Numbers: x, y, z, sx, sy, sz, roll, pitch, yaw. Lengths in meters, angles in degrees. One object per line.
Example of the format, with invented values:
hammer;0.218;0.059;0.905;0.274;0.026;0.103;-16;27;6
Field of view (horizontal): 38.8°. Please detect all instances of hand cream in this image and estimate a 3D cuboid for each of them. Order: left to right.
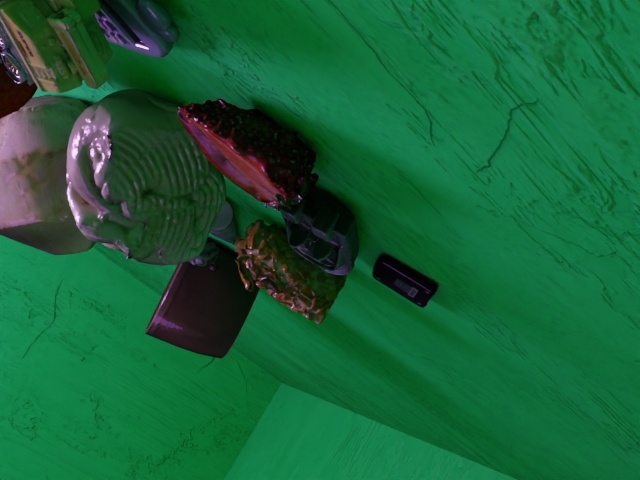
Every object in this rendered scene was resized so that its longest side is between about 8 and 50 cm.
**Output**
hand cream;-0.224;-0.037;2.044;0.111;0.070;0.312;31;173;-2

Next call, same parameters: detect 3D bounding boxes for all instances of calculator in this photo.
calculator;-0.298;-0.330;1.263;0.299;0.041;0.185;22;163;38

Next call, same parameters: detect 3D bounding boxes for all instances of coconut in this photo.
coconut;-0.547;-0.131;1.891;0.353;0.352;0.352;29;165;9

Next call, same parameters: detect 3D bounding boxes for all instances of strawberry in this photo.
strawberry;-0.106;-0.141;1.387;0.228;0.098;0.174;35;164;0

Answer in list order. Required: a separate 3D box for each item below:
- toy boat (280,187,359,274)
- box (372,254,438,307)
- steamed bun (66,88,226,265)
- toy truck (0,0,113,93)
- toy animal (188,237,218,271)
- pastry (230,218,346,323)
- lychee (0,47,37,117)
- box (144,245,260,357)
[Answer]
toy boat;0.000;0.000;1.630;0.141;0.092;0.319;29;166;15
box;0.154;0.077;1.697;0.125;0.027;0.126;30;165;6
steamed bun;-0.317;-0.119;1.593;0.206;0.275;0.320;33;134;43
toy truck;-0.353;-0.310;1.136;0.157;0.124;0.272;23;143;38
toy animal;-0.326;-0.031;2.125;0.255;0.090;0.170;51;172;-29
pastry;-0.076;0.064;1.866;0.250;0.154;0.102;31;167;-8
lychee;-0.595;-0.321;1.543;0.255;0.300;0.255;13;132;14
box;-0.298;0.158;2.350;0.216;0.301;0.301;29;165;-8
